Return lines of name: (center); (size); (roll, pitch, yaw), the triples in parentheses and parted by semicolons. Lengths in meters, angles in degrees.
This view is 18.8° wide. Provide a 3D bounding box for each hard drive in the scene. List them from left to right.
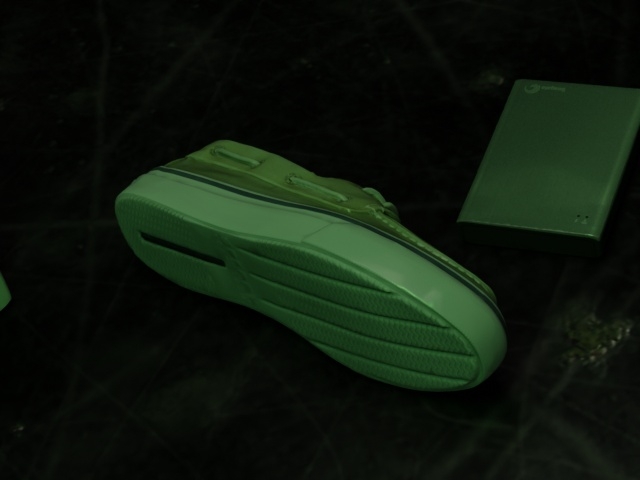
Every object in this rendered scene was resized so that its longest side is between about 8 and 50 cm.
hard drive: (0.153, -0.049, 1.251); (0.094, 0.022, 0.135); (7, 49, 23)

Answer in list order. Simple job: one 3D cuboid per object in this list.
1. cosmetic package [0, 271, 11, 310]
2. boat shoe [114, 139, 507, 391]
cosmetic package: (-0.364, -0.075, 1.173); (0.217, 0.385, 0.156); (-34, 47, -16)
boat shoe: (0.000, 0.000, 1.192); (0.302, 0.109, 0.094); (23, 55, 36)
